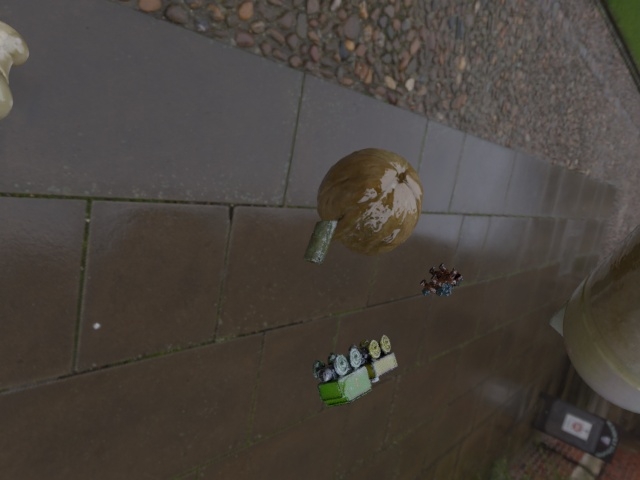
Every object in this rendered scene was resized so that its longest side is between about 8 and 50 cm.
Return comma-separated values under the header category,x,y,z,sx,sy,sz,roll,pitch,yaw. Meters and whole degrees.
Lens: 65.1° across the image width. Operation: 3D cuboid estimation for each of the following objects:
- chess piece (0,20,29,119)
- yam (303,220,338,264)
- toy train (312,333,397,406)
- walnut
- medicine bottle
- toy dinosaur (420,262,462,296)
category,x,y,z,sx,sy,sz,roll,pitch,yaw
chess piece,-0.453,-0.153,0.577,0.124,0.138,0.307,108,-3,-59
yam,0.000,0.000,0.965,0.043,0.043,0.094,22,86,-53
toy train,0.064,0.216,0.845,0.202,0.060,0.081,-6,77,-54
walnut,0.130,-0.100,1.378,0.277,0.313,0.252,19,57,-25
medicine bottle,0.485,0.114,0.699,0.236,0.235,0.406,-51,161,-25
toy dinosaur,0.224,0.080,0.945,0.049,0.055,0.154,-53,179,-20
